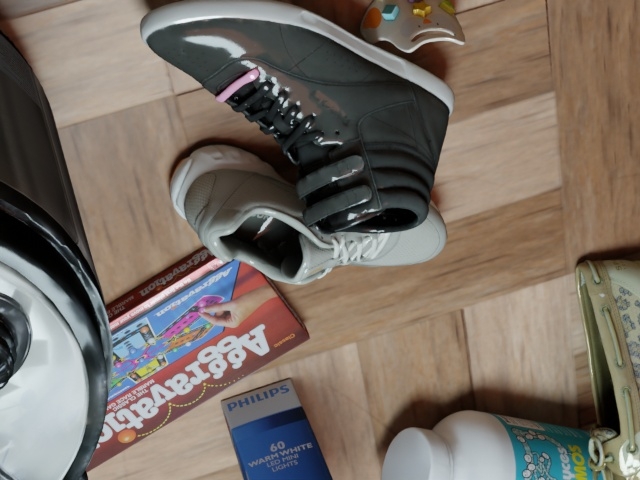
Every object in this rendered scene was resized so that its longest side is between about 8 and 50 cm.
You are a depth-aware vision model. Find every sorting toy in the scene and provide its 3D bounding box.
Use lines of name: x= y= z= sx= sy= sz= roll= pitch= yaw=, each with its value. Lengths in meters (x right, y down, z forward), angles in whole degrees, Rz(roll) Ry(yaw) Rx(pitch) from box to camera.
sorting toy: x=0.083 y=-0.177 z=1.324 sx=0.083 sy=0.075 sz=0.045 roll=-9 pitch=128 yaw=-14

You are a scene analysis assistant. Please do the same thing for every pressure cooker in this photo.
pressure cooker: x=-0.338 y=0.041 z=1.113 sx=0.370 sy=0.420 sz=0.375 roll=0 pitch=126 yaw=-21

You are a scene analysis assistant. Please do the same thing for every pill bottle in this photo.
pill bottle: x=0.197 y=0.255 z=1.649 sx=0.264 sy=0.146 sz=0.146 roll=12 pitch=121 yaw=-28

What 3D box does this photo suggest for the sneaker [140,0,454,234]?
sneaker: x=-0.014 y=-0.091 z=1.295 sx=0.296 sy=0.146 sz=0.104 roll=18 pitch=154 yaw=-32

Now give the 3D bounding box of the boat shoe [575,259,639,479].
boat shoe: x=0.292 y=0.160 z=1.581 sx=0.089 sy=0.104 sz=0.285 roll=2 pitch=82 yaw=-10

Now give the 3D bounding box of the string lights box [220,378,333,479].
string lights box: x=-0.015 y=0.267 z=1.506 sx=0.077 sy=0.259 sz=0.133 roll=-18 pitch=129 yaw=-7

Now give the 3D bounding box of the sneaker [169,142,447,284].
sneaker: x=0.000 y=0.000 z=1.399 sx=0.262 sy=0.121 sz=0.099 roll=8 pitch=123 yaw=-25

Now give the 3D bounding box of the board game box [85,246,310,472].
board game box: x=-0.163 y=0.114 z=1.489 sx=0.281 sy=0.027 sz=0.145 roll=-32 pitch=131 yaw=5
